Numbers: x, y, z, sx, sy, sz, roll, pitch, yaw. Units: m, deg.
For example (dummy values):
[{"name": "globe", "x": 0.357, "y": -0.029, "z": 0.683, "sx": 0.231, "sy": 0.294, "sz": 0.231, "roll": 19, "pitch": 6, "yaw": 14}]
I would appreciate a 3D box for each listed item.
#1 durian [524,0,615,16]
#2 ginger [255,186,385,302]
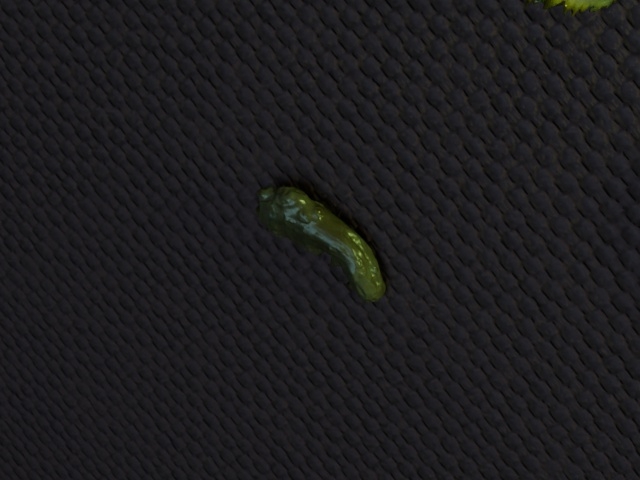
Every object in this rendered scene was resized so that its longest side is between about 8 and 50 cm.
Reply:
[{"name": "durian", "x": 0.152, "y": -0.320, "z": 1.466, "sx": 0.185, "sy": 0.195, "sz": 0.305, "roll": 24, "pitch": 132, "yaw": 31}, {"name": "ginger", "x": 0.002, "y": -0.001, "z": 1.878, "sx": 0.173, "sy": 0.051, "sz": 0.069, "roll": 43, "pitch": 138, "yaw": 9}]
